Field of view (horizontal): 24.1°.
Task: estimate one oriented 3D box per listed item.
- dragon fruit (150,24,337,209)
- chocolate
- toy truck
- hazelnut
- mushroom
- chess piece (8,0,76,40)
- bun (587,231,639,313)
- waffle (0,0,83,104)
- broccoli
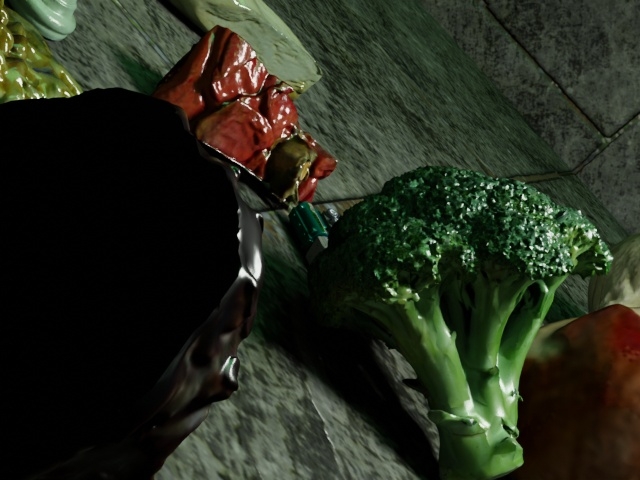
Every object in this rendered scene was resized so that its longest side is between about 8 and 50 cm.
[{"bbox_3d":[-0.078,-0.095,1.420,0.192,0.122,0.092,44,55,-21],"label":"dragon fruit"},{"bbox_3d":[-0.112,0.062,0.748,0.206,0.224,0.177,18,-31,29],"label":"chocolate"},{"bbox_3d":[0.000,0.000,1.401,0.044,0.039,0.083,15,30,-32],"label":"toy truck"},{"bbox_3d":[0.275,0.187,1.390,0.261,0.261,0.241,32,53,-42],"label":"hazelnut"},{"bbox_3d":[-0.126,-0.280,1.681,0.333,0.087,0.107,44,15,-17],"label":"mushroom"},{"bbox_3d":[-0.213,-0.227,1.279,0.067,0.103,0.067,42,17,-15],"label":"chess piece"},{"bbox_3d":[0.480,0.157,1.957,0.360,0.211,0.360,48,10,-12],"label":"bun"},{"bbox_3d":[-0.268,-0.166,1.075,0.204,0.054,0.223,52,16,18],"label":"waffle"},{"bbox_3d":[0.106,0.068,1.233,0.269,0.254,0.269,16,65,-39],"label":"broccoli"}]
